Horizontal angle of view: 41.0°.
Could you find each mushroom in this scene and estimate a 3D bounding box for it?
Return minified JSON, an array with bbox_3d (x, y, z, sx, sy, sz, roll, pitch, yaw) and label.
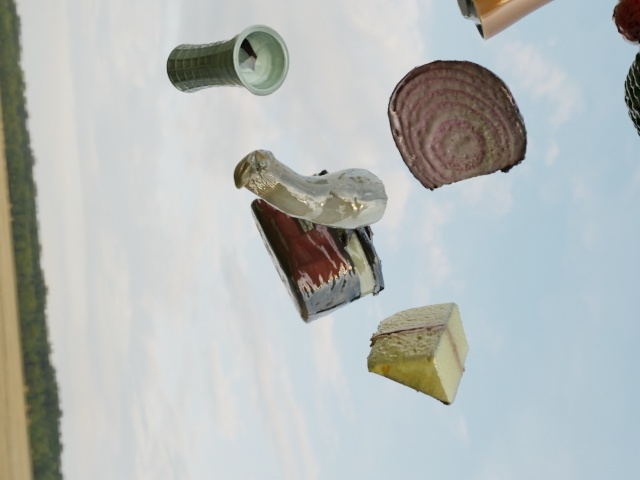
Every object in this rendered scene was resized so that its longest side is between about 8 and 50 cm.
[{"bbox_3d":[-0.017,-0.071,1.216,0.081,0.223,0.092,-149,-109,-69],"label":"mushroom"}]

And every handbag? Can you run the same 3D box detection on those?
[{"bbox_3d":[0.000,0.000,1.513,0.181,0.181,0.254,78,-15,-56],"label":"handbag"}]

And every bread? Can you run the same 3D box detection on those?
[{"bbox_3d":[0.202,0.243,1.813,0.240,0.178,0.135,-56,131,-59],"label":"bread"}]

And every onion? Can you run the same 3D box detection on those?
[{"bbox_3d":[0.256,-0.236,1.588,0.250,0.111,0.247,-13,-62,36],"label":"onion"}]

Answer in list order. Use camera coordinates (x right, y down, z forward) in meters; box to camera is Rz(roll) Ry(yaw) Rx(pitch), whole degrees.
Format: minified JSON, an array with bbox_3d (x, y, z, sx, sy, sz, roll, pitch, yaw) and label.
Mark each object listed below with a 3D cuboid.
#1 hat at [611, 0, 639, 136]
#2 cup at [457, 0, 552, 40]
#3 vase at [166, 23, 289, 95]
[{"bbox_3d":[0.664,-0.343,1.582,0.274,0.242,0.332,111,-30,-51],"label":"hat"},{"bbox_3d":[0.476,-0.653,2.179,0.182,0.264,0.226,-101,165,-50],"label":"cup"},{"bbox_3d":[-0.211,-0.378,1.844,0.299,0.143,0.143,9,-77,50],"label":"vase"}]
